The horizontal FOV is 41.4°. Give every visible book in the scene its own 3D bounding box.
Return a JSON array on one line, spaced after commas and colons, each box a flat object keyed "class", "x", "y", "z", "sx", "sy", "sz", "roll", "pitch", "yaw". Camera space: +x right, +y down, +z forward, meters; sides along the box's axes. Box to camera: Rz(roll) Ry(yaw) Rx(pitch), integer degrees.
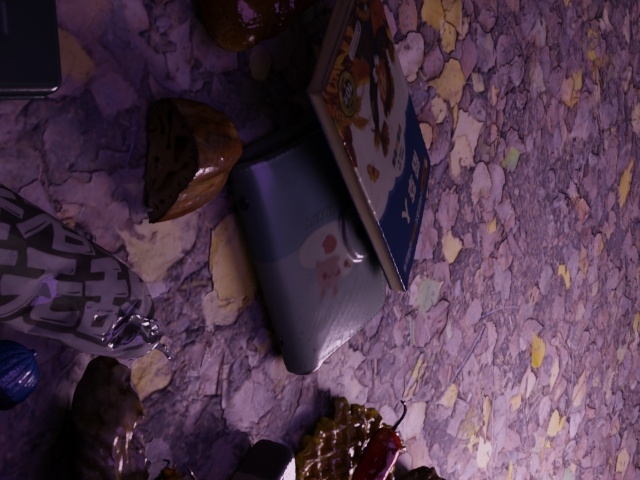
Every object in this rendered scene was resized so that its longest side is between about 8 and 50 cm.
[{"class": "book", "x": 0.090, "y": -0.163, "z": 1.293, "sx": 0.428, "sy": 0.039, "sz": 0.300, "roll": 63, "pitch": 32, "yaw": -45}]

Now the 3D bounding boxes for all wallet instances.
[{"class": "wallet", "x": 0.000, "y": 0.000, "z": 1.290, "sx": 0.252, "sy": 0.083, "sz": 0.360, "roll": -33, "pitch": 120, "yaw": -37}]

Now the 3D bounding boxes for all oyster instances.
[{"class": "oyster", "x": -0.266, "y": 0.314, "z": 0.983, "sx": 0.110, "sy": 0.166, "sz": 0.341, "roll": 8, "pitch": 100, "yaw": -52}]

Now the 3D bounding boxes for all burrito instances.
[{"class": "burrito", "x": -0.314, "y": 0.028, "z": 0.911, "sx": 0.445, "sy": 0.101, "sz": 0.138, "roll": 35, "pitch": 57, "yaw": -43}]

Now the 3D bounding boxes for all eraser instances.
[{"class": "eraser", "x": -0.135, "y": 0.446, "z": 1.183, "sx": 0.061, "sy": 0.089, "sz": 0.351, "roll": 51, "pitch": 59, "yaw": -36}]

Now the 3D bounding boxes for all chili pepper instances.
[{"class": "chili pepper", "x": 0.081, "y": 0.380, "z": 1.378, "sx": 0.268, "sy": 0.051, "sz": 0.059, "roll": -56, "pitch": 135, "yaw": -21}]

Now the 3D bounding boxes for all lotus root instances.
[{"class": "lotus root", "x": -0.156, "y": -0.106, "z": 1.086, "sx": 0.135, "sy": 0.095, "sz": 0.159, "roll": -24, "pitch": 119, "yaw": -49}]

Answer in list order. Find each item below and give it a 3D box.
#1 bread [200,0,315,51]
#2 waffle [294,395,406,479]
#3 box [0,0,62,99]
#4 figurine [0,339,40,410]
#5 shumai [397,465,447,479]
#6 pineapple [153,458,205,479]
[{"class": "bread", "x": -0.040, "y": -0.376, "z": 1.189, "sx": 0.344, "sy": 0.084, "sz": 0.124, "roll": -46, "pitch": 127, "yaw": -36}, {"class": "waffle", "x": 0.041, "y": 0.387, "z": 1.404, "sx": 0.243, "sy": 0.059, "sz": 0.237, "roll": -56, "pitch": 132, "yaw": -27}, {"class": "box", "x": -0.372, "y": -0.220, "z": 0.847, "sx": 0.230, "sy": 0.050, "sz": 0.160, "roll": -12, "pitch": 104, "yaw": -48}, {"class": "figurine", "x": -0.360, "y": 0.174, "z": 0.897, "sx": 0.086, "sy": 0.087, "sz": 0.149, "roll": 93, "pitch": 18, "yaw": -73}, {"class": "shumai", "x": 0.216, "y": 0.526, "z": 1.536, "sx": 0.166, "sy": 0.176, "sz": 0.205, "roll": -30, "pitch": 120, "yaw": -44}, {"class": "pineapple", "x": -0.166, "y": 0.378, "z": 1.046, "sx": 0.076, "sy": 0.225, "sz": 0.224, "roll": 0, "pitch": 96, "yaw": -18}]
